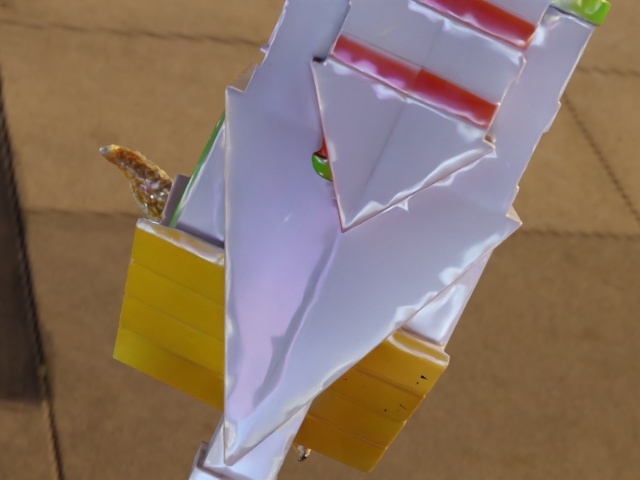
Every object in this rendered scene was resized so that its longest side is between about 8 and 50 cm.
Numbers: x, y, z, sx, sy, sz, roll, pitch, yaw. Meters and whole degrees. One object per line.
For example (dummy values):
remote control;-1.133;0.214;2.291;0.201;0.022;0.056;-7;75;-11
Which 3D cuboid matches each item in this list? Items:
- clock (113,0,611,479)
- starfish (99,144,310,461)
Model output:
clock;0.005;-0.020;0.847;0.166;0.309;0.235;24;10;-2
starfish;0.016;-0.018;1.269;0.301;0.293;0.084;60;17;5
